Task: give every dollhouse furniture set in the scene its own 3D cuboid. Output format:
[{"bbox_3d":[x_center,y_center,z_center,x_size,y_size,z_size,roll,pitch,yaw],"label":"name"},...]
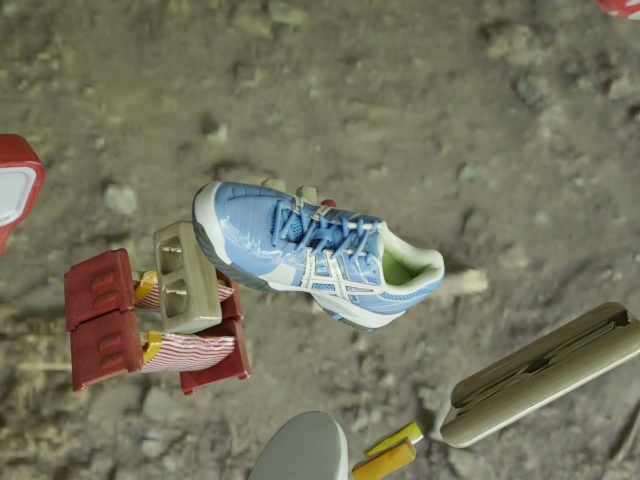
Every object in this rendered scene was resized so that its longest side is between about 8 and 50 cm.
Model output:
[{"bbox_3d":[-0.109,0.067,1.691,0.201,0.374,0.152,8,68,-47],"label":"dollhouse furniture set"}]

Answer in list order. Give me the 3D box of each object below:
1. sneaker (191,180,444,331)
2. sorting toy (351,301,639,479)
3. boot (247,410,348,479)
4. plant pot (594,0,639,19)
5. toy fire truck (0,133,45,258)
[{"bbox_3d":[0.000,0.000,1.042,0.211,0.081,0.080,20,57,-38],"label":"sneaker"},{"bbox_3d":[0.179,0.157,1.432,0.307,0.041,0.229,-30,0,8],"label":"sorting toy"},{"bbox_3d":[-0.009,0.288,1.267,0.095,0.123,0.258,-6,54,29],"label":"boot"},{"bbox_3d":[0.251,-0.252,0.988,0.191,0.191,0.174,-16,89,-28],"label":"plant pot"},{"bbox_3d":[-0.376,0.022,1.086,0.302,0.254,0.169,-4,45,-40],"label":"toy fire truck"}]
